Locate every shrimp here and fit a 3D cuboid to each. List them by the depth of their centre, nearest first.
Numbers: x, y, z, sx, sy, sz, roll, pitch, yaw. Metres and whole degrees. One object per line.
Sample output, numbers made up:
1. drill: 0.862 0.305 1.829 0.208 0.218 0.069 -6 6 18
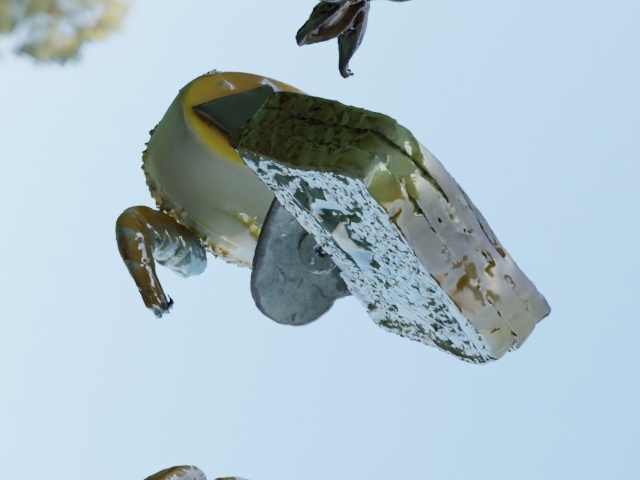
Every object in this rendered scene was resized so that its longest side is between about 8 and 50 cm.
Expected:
1. shrimp: -0.170 0.034 2.195 0.049 0.161 0.166 -35 -133 17

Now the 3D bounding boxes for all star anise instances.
1. star anise: 0.041 -0.312 2.324 0.208 0.172 0.063 -46 -145 11

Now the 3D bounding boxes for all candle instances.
1. candle: 0.000 0.000 2.168 0.192 0.168 0.068 -25 -172 1

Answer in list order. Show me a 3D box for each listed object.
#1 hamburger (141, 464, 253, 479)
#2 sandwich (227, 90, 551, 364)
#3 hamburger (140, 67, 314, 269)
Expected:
1. hamburger: -0.086 0.345 1.821 0.211 0.245 0.261 2 -95 24
2. sandwich: 0.075 -0.007 1.958 0.099 0.301 0.271 -45 -152 -13
3. hamburger: -0.076 -0.074 2.364 0.294 0.276 0.179 34 -59 21
